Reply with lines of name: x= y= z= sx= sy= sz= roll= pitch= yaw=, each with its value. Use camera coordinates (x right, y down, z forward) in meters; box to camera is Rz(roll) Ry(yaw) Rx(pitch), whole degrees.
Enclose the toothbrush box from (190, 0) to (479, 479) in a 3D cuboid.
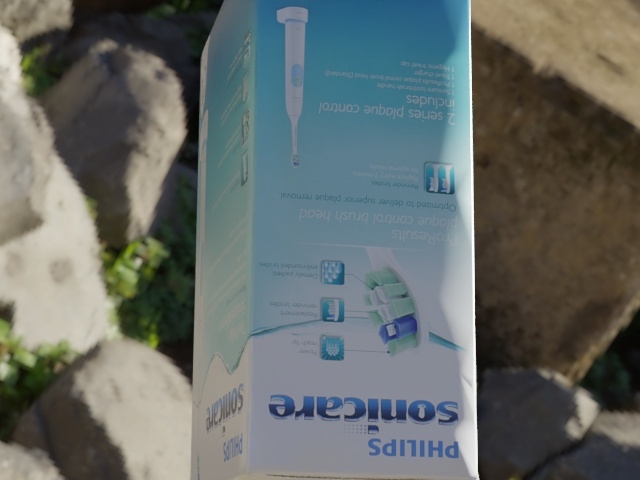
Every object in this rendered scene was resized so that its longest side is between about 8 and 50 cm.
toothbrush box: x=0.000 y=0.000 z=0.875 sx=0.126 sy=0.296 sz=0.216 roll=4 pitch=-15 yaw=-12
